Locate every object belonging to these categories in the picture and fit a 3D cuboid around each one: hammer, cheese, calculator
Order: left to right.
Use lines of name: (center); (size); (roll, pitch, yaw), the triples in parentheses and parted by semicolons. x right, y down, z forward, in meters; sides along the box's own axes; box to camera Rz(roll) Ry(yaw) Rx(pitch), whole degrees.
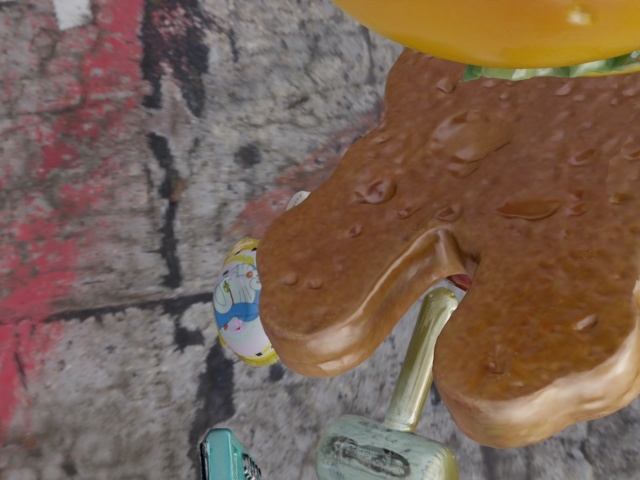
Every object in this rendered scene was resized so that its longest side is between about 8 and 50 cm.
calculator: (-0.122, 0.425, 1.678); (0.058, 0.274, 0.248); (-8, 67, 4)
cheese: (-0.056, 0.060, 1.312); (0.250, 0.064, 0.156); (-29, 71, 43)
hammer: (0.116, 0.206, 1.487); (0.202, 0.113, 0.305); (13, 82, 33)

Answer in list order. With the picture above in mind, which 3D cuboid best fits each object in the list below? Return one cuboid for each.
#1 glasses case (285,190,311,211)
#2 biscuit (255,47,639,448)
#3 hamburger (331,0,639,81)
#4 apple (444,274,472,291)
glasses case: (0.000, 0.000, 1.594); (0.051, 0.204, 0.081); (9, 114, -31)
biscuit: (0.110, -0.050, 0.548); (0.202, 0.047, 0.333); (13, 55, 35)
hamburger: (0.071, -0.168, 0.347); (0.246, 0.170, 0.246); (3, 98, 26)
apple: (0.159, -0.039, 1.075); (0.199, 0.199, 0.199); (0, 92, 6)
